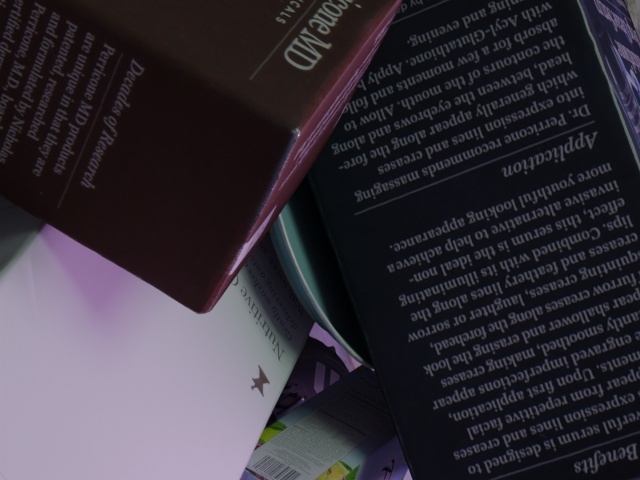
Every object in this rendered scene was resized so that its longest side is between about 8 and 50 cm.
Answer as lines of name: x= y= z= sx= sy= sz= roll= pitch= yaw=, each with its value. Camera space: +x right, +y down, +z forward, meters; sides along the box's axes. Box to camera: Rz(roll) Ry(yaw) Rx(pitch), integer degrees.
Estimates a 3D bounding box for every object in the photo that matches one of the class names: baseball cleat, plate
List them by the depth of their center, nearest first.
plate: x=0.000 y=0.000 z=1.054 sx=0.188 sy=0.024 sz=0.188 roll=55 pitch=22 yaw=-35
baseball cleat: x=-0.003 y=0.141 z=1.225 sx=0.206 sy=0.072 sz=0.109 roll=39 pitch=48 yaw=-39

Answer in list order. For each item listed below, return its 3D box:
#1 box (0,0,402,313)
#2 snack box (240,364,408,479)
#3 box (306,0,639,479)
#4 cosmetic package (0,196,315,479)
box: x=-0.166 y=-0.144 z=0.847 sx=0.381 sy=0.143 sz=0.191 roll=31 pitch=36 yaw=0
snack box: x=-0.015 y=0.196 z=1.073 sx=0.207 sy=0.070 sz=0.174 roll=-28 pitch=142 yaw=-61
box: x=0.145 y=-0.022 z=1.116 sx=0.395 sy=0.212 sz=0.293 roll=71 pitch=18 yaw=5
cosmetic package: x=-0.153 y=0.077 z=0.913 sx=0.217 sy=0.156 sz=0.385 roll=60 pitch=29 yaw=-25
